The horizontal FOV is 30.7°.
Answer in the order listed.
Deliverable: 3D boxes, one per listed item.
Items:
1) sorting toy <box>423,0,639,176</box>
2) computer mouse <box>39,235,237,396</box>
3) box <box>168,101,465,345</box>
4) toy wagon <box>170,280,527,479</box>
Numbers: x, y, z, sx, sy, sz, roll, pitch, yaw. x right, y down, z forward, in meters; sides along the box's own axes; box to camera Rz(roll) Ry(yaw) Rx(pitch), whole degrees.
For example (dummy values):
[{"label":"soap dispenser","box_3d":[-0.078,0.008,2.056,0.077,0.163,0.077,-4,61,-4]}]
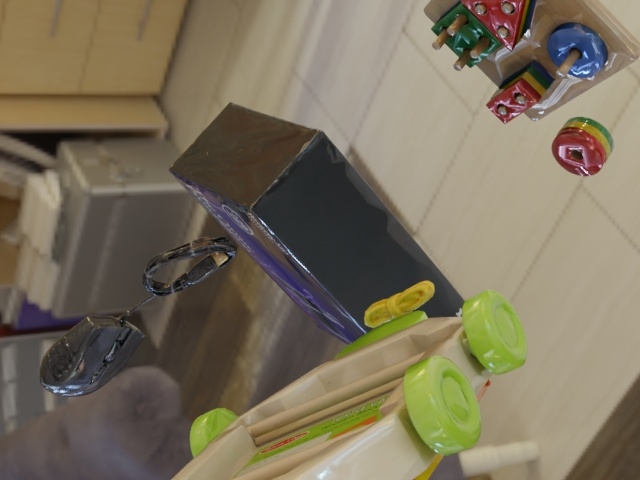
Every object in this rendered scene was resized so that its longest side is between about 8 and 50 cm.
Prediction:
[{"label":"sorting toy","box_3d":[0.146,-0.159,0.893,0.274,0.046,0.132,44,150,-9]},{"label":"computer mouse","box_3d":[-0.158,0.073,0.997,0.242,0.071,0.041,-39,50,29]},{"label":"box","box_3d":[0.000,0.000,1.128,0.103,0.261,0.184,-50,32,-13]},{"label":"toy wagon","box_3d":[0.016,0.118,0.809,0.267,0.344,0.068,-26,95,29]}]
